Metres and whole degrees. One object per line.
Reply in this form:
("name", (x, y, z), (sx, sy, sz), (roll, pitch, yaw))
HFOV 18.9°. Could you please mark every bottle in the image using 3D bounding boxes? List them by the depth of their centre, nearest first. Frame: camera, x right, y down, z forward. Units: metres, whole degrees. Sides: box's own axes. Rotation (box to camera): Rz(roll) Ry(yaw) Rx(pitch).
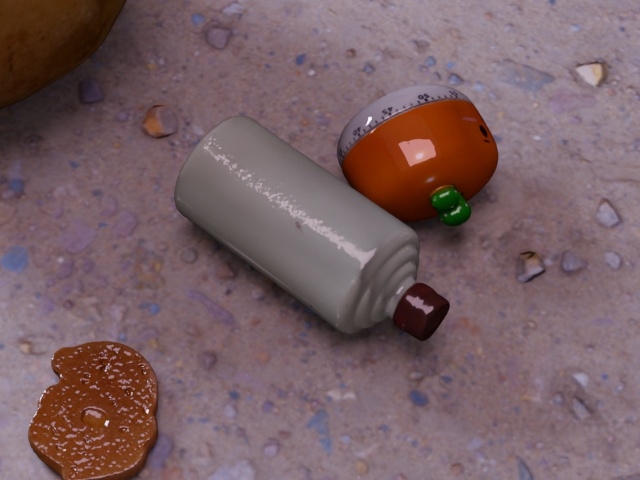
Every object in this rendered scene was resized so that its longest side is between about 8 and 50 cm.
("bottle", (0.000, 0.000, 1.588), (0.245, 0.104, 0.104), (36, 63, 20))

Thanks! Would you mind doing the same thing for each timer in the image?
("timer", (0.090, -0.064, 1.634), (0.136, 0.099, 0.136), (-6, 57, 9))

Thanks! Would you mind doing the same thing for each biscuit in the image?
("biscuit", (-0.179, 0.140, 1.541), (0.102, 0.019, 0.130), (6, 57, 1))

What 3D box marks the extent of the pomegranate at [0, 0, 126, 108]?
("pomegranate", (-0.321, -0.272, 1.645), (0.338, 0.338, 0.338), (1, 57, -1))
